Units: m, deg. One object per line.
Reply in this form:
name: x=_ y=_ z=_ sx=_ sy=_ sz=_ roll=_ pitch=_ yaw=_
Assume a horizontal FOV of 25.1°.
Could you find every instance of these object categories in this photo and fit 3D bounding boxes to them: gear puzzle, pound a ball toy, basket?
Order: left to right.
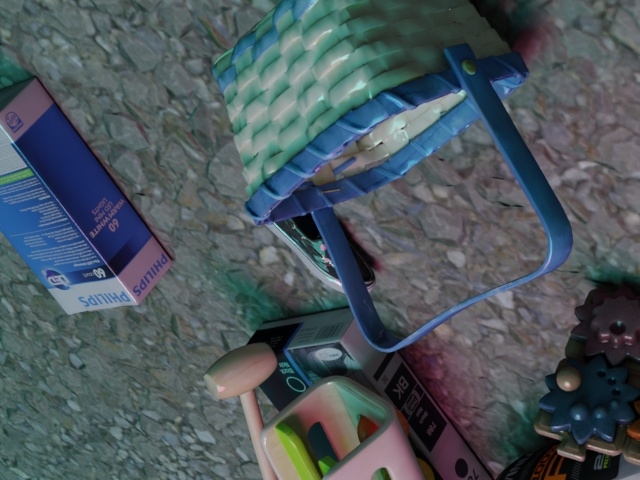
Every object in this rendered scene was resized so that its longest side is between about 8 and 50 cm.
pound a ball toy: x=0.032 y=0.246 z=1.512 sx=0.208 sy=0.136 sz=0.319 roll=27 pitch=148 yaw=51
basket: x=0.059 y=-0.073 z=1.143 sx=0.255 sy=0.201 sz=0.288 roll=-32 pitch=77 yaw=51
gear puzzle: x=0.354 y=0.135 z=1.188 sx=0.339 sy=0.175 sz=0.044 roll=15 pitch=147 yaw=24

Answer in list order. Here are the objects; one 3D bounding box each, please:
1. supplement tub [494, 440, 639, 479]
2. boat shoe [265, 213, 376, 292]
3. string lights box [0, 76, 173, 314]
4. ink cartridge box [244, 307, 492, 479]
supplement tub: x=0.291 y=0.276 z=1.359 sx=0.207 sy=0.207 sz=0.338 roll=43 pitch=141 yaw=-10
boat shoe: x=0.000 y=0.000 z=1.415 sx=0.142 sy=0.049 sz=0.040 roll=39 pitch=142 yaw=-2
string lights box: x=-0.292 y=-0.041 z=1.566 sx=0.133 sy=0.076 sz=0.259 roll=-9 pitch=124 yaw=43
ink cartridge box: x=0.066 y=0.219 z=1.586 sx=0.165 sy=0.065 sz=0.332 roll=-15 pitch=121 yaw=44
